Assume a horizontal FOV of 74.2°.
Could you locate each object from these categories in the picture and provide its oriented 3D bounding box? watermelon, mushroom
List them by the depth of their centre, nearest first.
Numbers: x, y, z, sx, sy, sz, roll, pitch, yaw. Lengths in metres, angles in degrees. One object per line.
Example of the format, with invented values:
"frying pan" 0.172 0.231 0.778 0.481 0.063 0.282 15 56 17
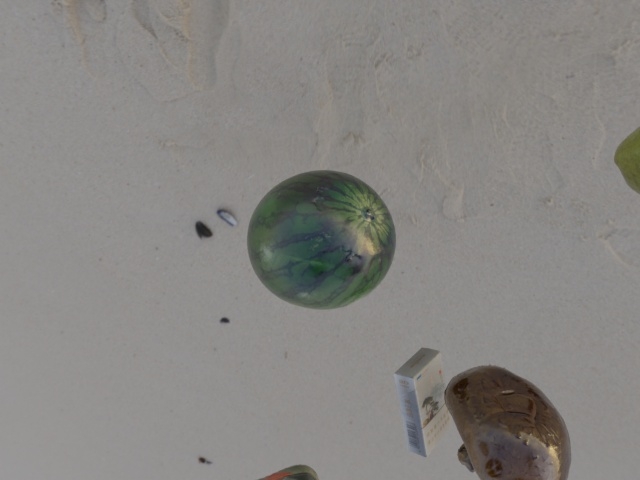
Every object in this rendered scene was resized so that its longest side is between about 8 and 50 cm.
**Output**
"mushroom" 0.318 0.304 0.710 0.194 0.231 0.138 -15 131 -10
"watermelon" 0.000 0.000 0.999 0.363 0.363 0.363 4 124 6

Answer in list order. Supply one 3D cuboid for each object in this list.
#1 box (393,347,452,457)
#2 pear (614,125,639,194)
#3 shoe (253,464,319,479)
"box" 0.277 0.427 1.133 0.067 0.149 0.233 -2 104 42
"pear" 0.812 -0.187 0.903 0.253 0.253 0.307 43 156 -19
"shoe" -0.082 0.344 0.524 0.194 0.077 0.074 -12 86 -20
